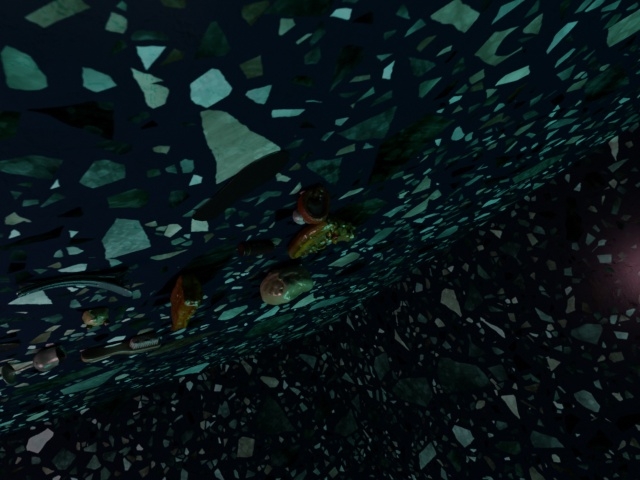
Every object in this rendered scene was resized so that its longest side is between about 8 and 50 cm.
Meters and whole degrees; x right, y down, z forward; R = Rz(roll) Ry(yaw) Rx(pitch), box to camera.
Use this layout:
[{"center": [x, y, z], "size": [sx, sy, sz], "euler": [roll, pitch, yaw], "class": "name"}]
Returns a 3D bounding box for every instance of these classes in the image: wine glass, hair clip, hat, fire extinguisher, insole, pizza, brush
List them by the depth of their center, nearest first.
[{"center": [-0.205, -0.132, 1.118], "size": [0.322, 0.007, 0.109], "euler": [-32, 159, 25], "class": "insole"}, {"center": [-0.656, 0.120, 1.191], "size": [0.275, 0.083, 0.048], "euler": [0, 156, -37], "class": "hair clip"}, {"center": [-0.036, -0.091, 1.335], "size": [0.094, 0.112, 0.162], "euler": [11, 163, -14], "class": "hat"}, {"center": [-0.745, 0.261, 1.468], "size": [0.077, 0.059, 0.076], "euler": [-2, 147, -40], "class": "hat"}, {"center": [-0.208, 0.026, 1.506], "size": [0.064, 0.043, 0.158], "euler": [0, -177, 45], "class": "fire extinguisher"}, {"center": [-1.031, 0.446, 1.597], "size": [0.195, 0.079, 0.079], "euler": [-21, 162, -6], "class": "wine glass"}, {"center": [0.000, 0.000, 1.655], "size": [0.251, 0.074, 0.288], "euler": [-29, 160, 23], "class": "pizza"}, {"center": [-0.841, 0.451, 1.888], "size": [0.327, 0.070, 0.065], "euler": [-5, 136, -42], "class": "brush"}]

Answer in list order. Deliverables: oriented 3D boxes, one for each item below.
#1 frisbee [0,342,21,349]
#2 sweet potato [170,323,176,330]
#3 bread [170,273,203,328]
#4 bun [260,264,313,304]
[{"center": [-1.052, 0.334, 1.359], "size": [0.187, 0.012, 0.211], "euler": [-18, 162, -15], "class": "frisbee"}, {"center": [-0.648, 0.385, 1.979], "size": [0.034, 0.034, 0.095], "euler": [-7, 159, -43], "class": "sweet potato"}, {"center": [-0.480, 0.223, 1.568], "size": [0.077, 0.139, 0.271], "euler": [-2, 151, -29], "class": "bread"}, {"center": [-0.148, 0.177, 1.868], "size": [0.229, 0.145, 0.229], "euler": [-16, -164, 5], "class": "bun"}]
